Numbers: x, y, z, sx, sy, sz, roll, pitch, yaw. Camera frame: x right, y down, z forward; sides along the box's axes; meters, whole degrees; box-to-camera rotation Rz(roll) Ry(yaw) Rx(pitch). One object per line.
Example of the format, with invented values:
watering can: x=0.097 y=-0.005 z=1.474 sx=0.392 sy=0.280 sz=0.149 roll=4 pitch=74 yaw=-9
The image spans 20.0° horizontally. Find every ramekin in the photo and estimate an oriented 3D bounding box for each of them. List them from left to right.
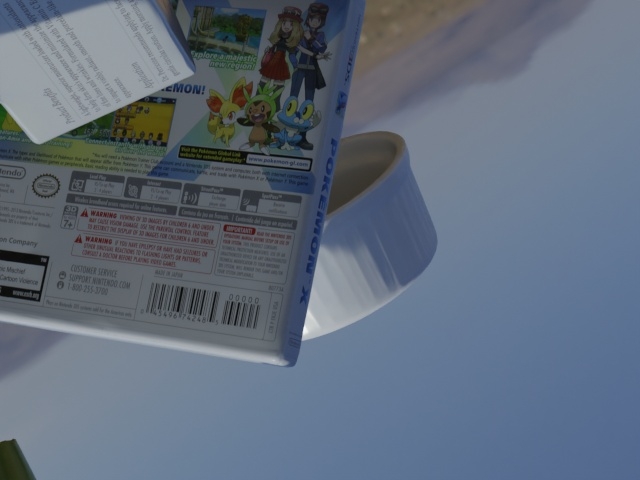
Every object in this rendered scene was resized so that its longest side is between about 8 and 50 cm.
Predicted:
ramekin: x=0.000 y=0.000 z=2.096 sx=0.277 sy=0.135 sz=0.277 roll=-24 pitch=-162 yaw=9

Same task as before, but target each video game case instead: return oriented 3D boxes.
video game case: x=-0.142 y=-0.067 z=1.462 sx=0.329 sy=0.300 sz=0.036 roll=7 pitch=171 yaw=25

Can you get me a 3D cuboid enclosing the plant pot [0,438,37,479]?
plant pot: x=-0.336 y=0.255 z=1.927 sx=0.083 sy=0.079 sz=0.083 roll=-20 pitch=173 yaw=-2

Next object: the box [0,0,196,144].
box: x=-0.178 y=-0.186 z=1.113 sx=0.119 sy=0.182 sz=0.181 roll=-24 pitch=157 yaw=2
